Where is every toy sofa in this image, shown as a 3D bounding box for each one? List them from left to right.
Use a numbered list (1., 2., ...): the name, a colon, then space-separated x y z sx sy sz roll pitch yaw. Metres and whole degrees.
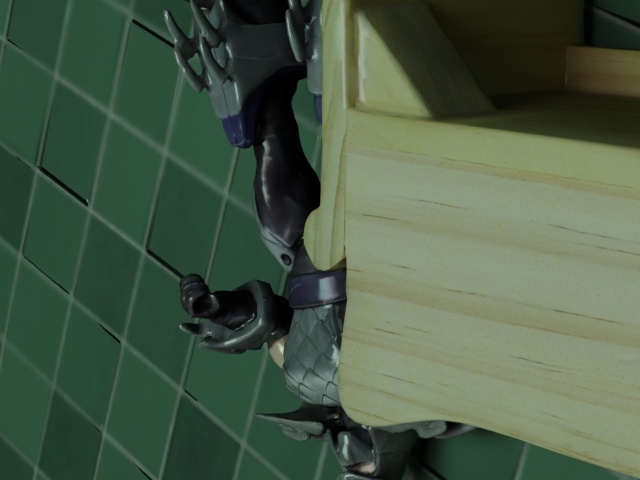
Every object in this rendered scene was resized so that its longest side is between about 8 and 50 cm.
1. toy sofa: 0.166 0.000 0.657 0.362 0.150 0.177 11 106 48

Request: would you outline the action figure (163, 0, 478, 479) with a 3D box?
1. action figure: 0.000 0.000 0.890 0.185 0.099 0.285 -8 92 40
